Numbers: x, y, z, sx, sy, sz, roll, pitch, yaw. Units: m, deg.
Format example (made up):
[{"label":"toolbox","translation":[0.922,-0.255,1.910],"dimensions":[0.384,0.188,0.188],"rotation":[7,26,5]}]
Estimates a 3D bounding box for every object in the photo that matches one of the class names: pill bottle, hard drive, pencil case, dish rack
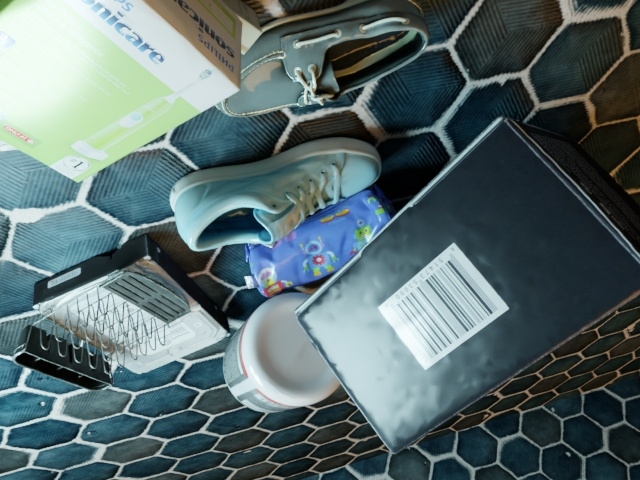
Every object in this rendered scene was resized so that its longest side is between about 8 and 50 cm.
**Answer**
[{"label":"pill bottle","translation":[-0.090,0.249,1.149],"dimensions":[0.210,0.210,0.363],"rotation":[-4,162,-20]},{"label":"hard drive","translation":[-0.357,0.145,1.095],"dimensions":[0.237,0.064,0.339],"rotation":[-23,143,4]},{"label":"pencil case","translation":[0.000,0.000,1.036],"dimensions":[0.306,0.119,0.133],"rotation":[-24,132,4]},{"label":"dish rack","translation":[-0.380,0.163,0.996],"dimensions":[0.271,0.074,0.208],"rotation":[-29,142,11]}]

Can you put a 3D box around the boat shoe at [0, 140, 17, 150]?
[{"label":"boat shoe","translation":[-0.422,-0.141,0.753],"dimensions":[0.100,0.035,0.035],"rotation":[-17,169,-10]}]

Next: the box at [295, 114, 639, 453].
[{"label":"box","translation":[0.300,0.062,0.976],"dimensions":[0.480,0.297,0.472],"rotation":[-46,163,29]}]

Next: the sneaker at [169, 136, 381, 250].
[{"label":"sneaker","translation":[-0.058,-0.058,0.914],"dimensions":[0.366,0.150,0.135],"rotation":[-16,142,-5]}]

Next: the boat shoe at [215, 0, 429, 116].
[{"label":"boat shoe","translation":[-0.003,-0.245,0.757],"dimensions":[0.319,0.099,0.116],"rotation":[-23,142,3]}]

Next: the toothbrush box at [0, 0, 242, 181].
[{"label":"toothbrush box","translation":[-0.260,-0.209,0.615],"dimensions":[0.283,0.122,0.206],"rotation":[-20,145,28]}]

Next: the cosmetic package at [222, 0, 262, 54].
[{"label":"cosmetic package","translation":[-0.132,-0.289,0.681],"dimensions":[0.115,0.060,0.041],"rotation":[24,125,-40]}]
